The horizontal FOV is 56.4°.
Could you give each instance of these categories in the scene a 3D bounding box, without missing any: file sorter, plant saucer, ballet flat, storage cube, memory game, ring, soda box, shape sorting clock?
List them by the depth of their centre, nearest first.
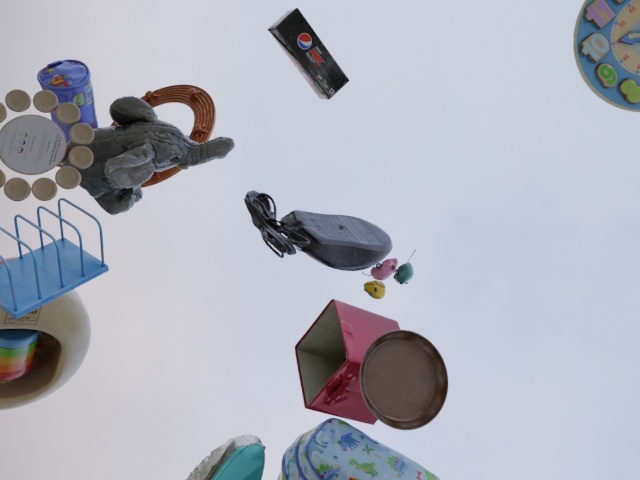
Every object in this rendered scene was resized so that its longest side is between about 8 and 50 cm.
[{"bbox_3d":[0.449,-0.277,0.804,0.206,0.040,0.206,1,-82,9],"label":"shape sorting clock"},{"bbox_3d":[-0.443,-0.147,0.915,0.012,0.186,0.186,140,-58,-70],"label":"memory game"},{"bbox_3d":[-0.443,0.019,0.938,0.118,0.170,0.104,28,-53,23],"label":"file sorter"},{"bbox_3d":[-0.226,0.499,0.977,0.147,0.147,0.408,15,-101,39],"label":"ballet flat"},{"bbox_3d":[0.140,0.240,1.028,0.029,0.169,0.168,138,-59,-65],"label":"plant saucer"},{"bbox_3d":[-0.021,-0.349,1.125,0.060,0.169,0.053,-45,-153,-8],"label":"soda box"},{"bbox_3d":[0.076,0.279,1.375,0.183,0.193,0.215,-54,-152,27],"label":"storage cube"},{"bbox_3d":[-0.418,-0.273,1.497,0.337,0.032,0.336,-11,-126,16],"label":"ring"}]

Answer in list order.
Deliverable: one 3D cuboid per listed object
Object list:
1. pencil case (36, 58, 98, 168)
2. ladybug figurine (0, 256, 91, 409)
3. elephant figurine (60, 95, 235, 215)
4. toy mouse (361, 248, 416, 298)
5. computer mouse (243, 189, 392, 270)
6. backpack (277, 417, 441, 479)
[{"bbox_3d":[-0.624,-0.306,1.495,0.133,0.119,0.306,42,-35,19],"label":"pencil case"},{"bbox_3d":[-0.641,0.186,1.233,0.449,0.305,0.161,-55,-138,35],"label":"ladybug figurine"},{"bbox_3d":[-0.307,-0.160,1.015,0.240,0.186,0.169,-23,-79,33],"label":"elephant figurine"},{"bbox_3d":[0.152,0.073,1.246,0.143,0.161,0.031,-39,-124,14],"label":"toy mouse"},{"bbox_3d":[0.000,0.000,1.040,0.188,0.272,0.072,55,-51,51],"label":"computer mouse"},{"bbox_3d":[0.078,0.520,1.165,0.356,0.290,0.273,14,-67,28],"label":"backpack"}]
